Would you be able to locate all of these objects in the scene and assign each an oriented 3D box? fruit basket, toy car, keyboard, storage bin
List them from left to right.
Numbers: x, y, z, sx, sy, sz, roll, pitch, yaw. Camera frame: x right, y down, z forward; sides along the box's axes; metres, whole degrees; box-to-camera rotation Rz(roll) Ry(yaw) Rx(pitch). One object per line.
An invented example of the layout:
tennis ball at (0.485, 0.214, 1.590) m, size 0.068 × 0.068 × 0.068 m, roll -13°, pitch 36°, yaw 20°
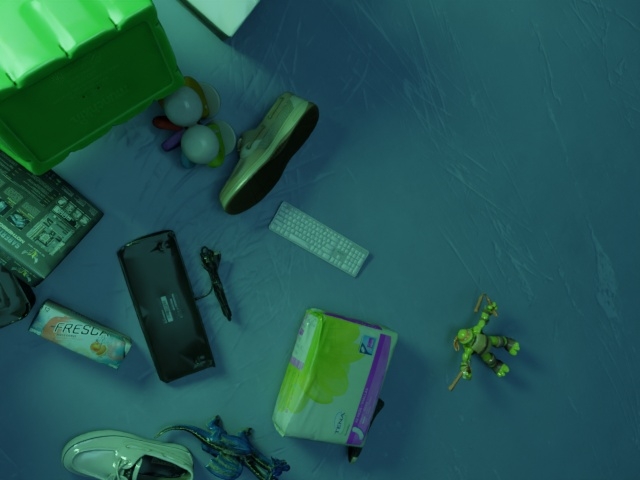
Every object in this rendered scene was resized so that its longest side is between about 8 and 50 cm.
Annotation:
storage bin at (-0.614, 0.072, 0.929) m, size 0.121 × 0.084 × 0.180 m, roll -25°, pitch 104°, yaw -19°
fruit basket at (-0.458, -0.347, 0.832) m, size 0.391 × 0.283 × 0.393 m, roll -2°, pitch 62°, yaw 3°
keyboard at (-0.289, 0.131, 1.102) m, size 0.201 × 0.033 × 0.318 m, roll -17°, pitch 103°, yaw -14°
toy car at (-0.262, -0.224, 1.028) m, size 0.136 × 0.159 × 0.182 m, roll -18°, pitch 105°, yaw 15°
keyboard at (0.000, 0.000, 1.218) m, size 0.255 × 0.014 × 0.072 m, roll 30°, pitch 84°, yaw -22°

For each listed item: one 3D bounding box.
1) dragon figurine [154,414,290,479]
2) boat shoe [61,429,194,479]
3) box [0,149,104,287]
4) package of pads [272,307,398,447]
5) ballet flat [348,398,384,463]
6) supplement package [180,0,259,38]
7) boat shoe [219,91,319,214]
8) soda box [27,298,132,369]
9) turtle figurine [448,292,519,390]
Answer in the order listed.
dragon figurine at (-0.200, 0.452, 1.109) m, size 0.289 × 0.144 × 0.085 m, roll 30°, pitch 83°, yaw -23°
boat shoe at (-0.390, 0.463, 1.061) m, size 0.267 × 0.088 × 0.096 m, roll 22°, pitch 87°, yaw -23°
box at (-0.535, -0.058, 0.912) m, size 0.232 × 0.059 × 0.184 m, roll 44°, pitch 41°, yaw -20°
package of pads at (0.031, 0.324, 1.217) m, size 0.229 × 0.101 × 0.297 m, roll 18°, pitch 88°, yaw -24°
ballet flat at (0.112, 0.475, 1.289) m, size 0.049 × 0.057 × 0.173 m, roll 24°, pitch 85°, yaw -13°
supplement package at (-0.188, -0.507, 0.928) m, size 0.199 × 0.263 × 0.198 m, roll 37°, pitch 97°, yaw -22°
boat shoe at (-0.126, -0.190, 1.108) m, size 0.098 × 0.109 × 0.302 m, roll 33°, pitch 81°, yaw 18°
soda box at (-0.468, 0.185, 1.013) m, size 0.183 × 0.063 × 0.058 m, roll 32°, pitch 83°, yaw -22°
turtle figurine at (0.429, 0.293, 1.390) m, size 0.217 × 0.087 × 0.270 m, roll 30°, pitch 75°, yaw -30°
